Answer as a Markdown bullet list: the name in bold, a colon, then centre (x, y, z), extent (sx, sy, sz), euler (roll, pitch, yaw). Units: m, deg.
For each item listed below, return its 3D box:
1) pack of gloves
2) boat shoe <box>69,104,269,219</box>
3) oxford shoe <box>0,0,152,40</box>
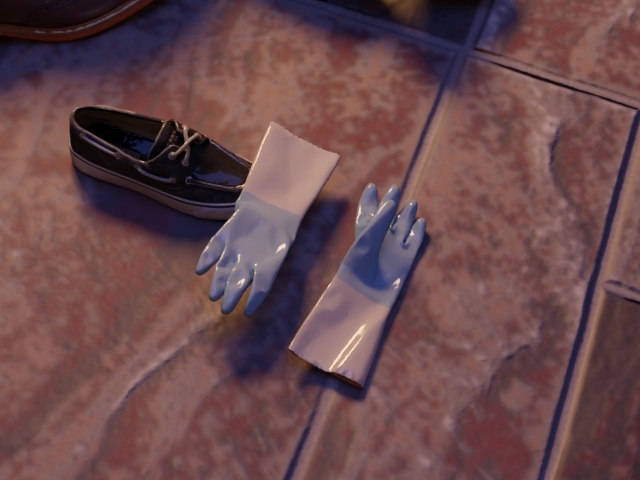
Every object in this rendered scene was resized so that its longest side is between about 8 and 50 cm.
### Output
- **pack of gloves**: centre (0.000, 0.000, 1.255), extent (0.195, 0.046, 0.232), euler (28, 56, -5)
- **boat shoe**: centre (-0.153, -0.082, 1.304), extent (0.219, 0.070, 0.077), euler (15, 56, 3)
- **oxford shoe**: centre (-0.324, -0.298, 1.393), extent (0.364, 0.132, 0.130), euler (-16, 59, -17)
